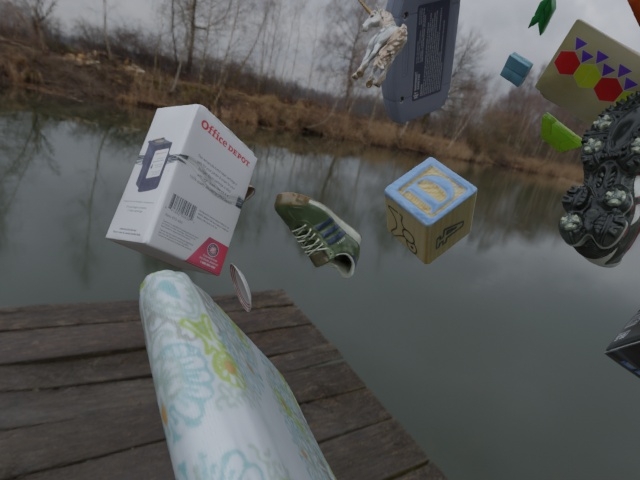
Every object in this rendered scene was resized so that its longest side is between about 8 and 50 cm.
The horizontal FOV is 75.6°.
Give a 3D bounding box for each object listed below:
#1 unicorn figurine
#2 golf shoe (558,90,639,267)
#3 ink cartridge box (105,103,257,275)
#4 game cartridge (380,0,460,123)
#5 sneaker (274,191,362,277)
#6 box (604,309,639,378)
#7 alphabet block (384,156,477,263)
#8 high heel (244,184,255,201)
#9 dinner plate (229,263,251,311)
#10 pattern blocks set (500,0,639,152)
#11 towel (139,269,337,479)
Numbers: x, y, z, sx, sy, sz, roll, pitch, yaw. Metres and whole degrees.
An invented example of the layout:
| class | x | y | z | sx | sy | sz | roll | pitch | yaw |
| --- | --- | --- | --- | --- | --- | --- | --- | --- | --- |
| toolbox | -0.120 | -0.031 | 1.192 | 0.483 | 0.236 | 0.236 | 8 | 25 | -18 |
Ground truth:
| class | x | y | z | sx | sy | sz | roll | pitch | yaw |
| --- | --- | --- | --- | --- | --- | --- | --- | --- | --- |
| unicorn figurine | 0.085 | -0.283 | 0.599 | 0.060 | 0.111 | 0.162 | 19 | 17 | -32 |
| golf shoe | 0.439 | -0.092 | 0.604 | 0.120 | 0.273 | 0.105 | 34 | -7 | -36 |
| ink cartridge box | -0.222 | -0.081 | 0.701 | 0.100 | 0.238 | 0.172 | 6 | -17 | 28 |
| game cartridge | 0.223 | -0.427 | 0.933 | 0.196 | 0.295 | 0.060 | -29 | 44 | -27 |
| sneaker | 0.000 | 0.000 | 0.679 | 0.064 | 0.086 | 0.192 | -18 | -37 | 40 |
| box | 0.440 | 0.158 | 0.333 | 0.307 | 0.076 | 0.242 | 41 | -5 | 25 |
| alphabet block | 0.320 | -0.086 | 1.221 | 0.193 | 0.197 | 0.192 | -33 | 55 | -12 |
| high heel | -0.271 | -0.078 | 1.014 | 0.186 | 0.093 | 0.261 | -11 | 26 | 12 |
| dinner plate | -0.216 | 0.127 | 1.129 | 0.017 | 0.141 | 0.141 | -21 | 34 | -25 |
| pattern blocks set | 0.459 | -0.254 | 0.670 | 0.026 | 0.285 | 0.325 | -35 | 77 | -20 |
| towel | -0.067 | 0.244 | 0.477 | 0.090 | 0.375 | 0.321 | -32 | 51 | -8 |
